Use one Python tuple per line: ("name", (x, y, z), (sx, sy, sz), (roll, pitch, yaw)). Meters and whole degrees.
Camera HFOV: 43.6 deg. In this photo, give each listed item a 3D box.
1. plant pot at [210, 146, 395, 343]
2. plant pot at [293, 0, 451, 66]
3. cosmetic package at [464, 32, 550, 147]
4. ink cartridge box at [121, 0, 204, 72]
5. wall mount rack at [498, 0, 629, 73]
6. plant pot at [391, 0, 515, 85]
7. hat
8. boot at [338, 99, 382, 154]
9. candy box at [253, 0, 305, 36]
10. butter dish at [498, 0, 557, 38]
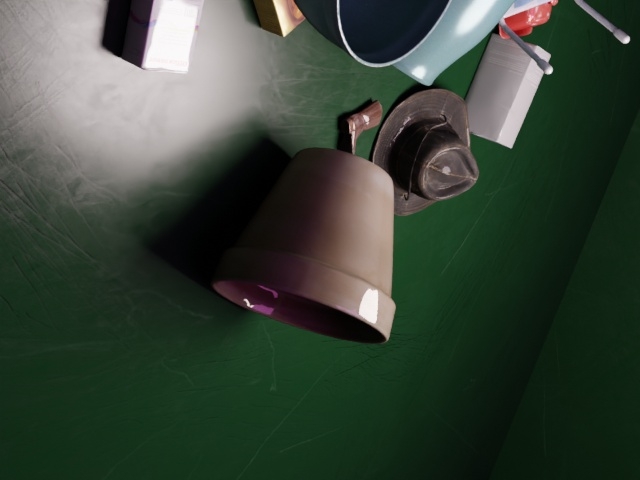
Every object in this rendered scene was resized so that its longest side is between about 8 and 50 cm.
("plant pot", (0.000, 0.000, 1.416), (0.323, 0.323, 0.280), (41, 62, -57))
("plant pot", (0.051, -0.419, 1.134), (0.293, 0.196, 0.293), (-36, 144, -32))
("cosmetic package", (0.425, -0.349, 1.876), (0.107, 0.127, 0.238), (3, 112, -54))
("ink cartridge box", (-0.214, -0.296, 1.093), (0.088, 0.052, 0.122), (-8, 118, -51))
("wall mount rack", (0.472, -0.508, 1.661), (0.350, 0.130, 0.304), (-23, 95, -16))
("plant pot", (0.185, -0.423, 1.388), (0.271, 0.271, 0.255), (8, 122, -56))
("hat", (0.260, -0.169, 1.741), (0.331, 0.134, 0.331), (-25, 131, -33))
("boot", (0.083, -0.214, 1.585), (0.114, 0.037, 0.106), (-37, 142, -41))
("candy box", (-0.061, -0.420, 1.216), (0.109, 0.053, 0.187), (-46, 146, -23))
("butter dish", (0.473, -0.539, 1.788), (0.160, 0.118, 0.160), (-22, 112, -45))
